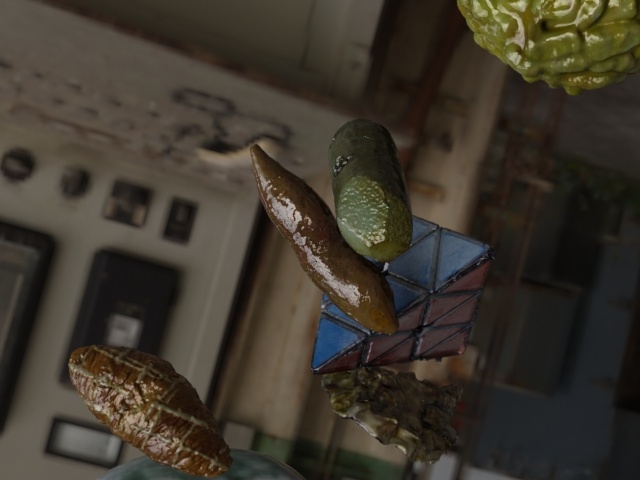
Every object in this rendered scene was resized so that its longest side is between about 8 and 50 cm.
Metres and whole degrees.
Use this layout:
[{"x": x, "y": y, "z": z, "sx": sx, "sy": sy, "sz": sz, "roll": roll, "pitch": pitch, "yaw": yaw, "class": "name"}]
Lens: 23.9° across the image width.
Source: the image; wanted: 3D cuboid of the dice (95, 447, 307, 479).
[{"x": -0.163, "y": 0.507, "z": 2.130, "sx": 0.348, "sy": 0.328, "sz": 0.330, "roll": 1, "pitch": 142, "yaw": -13, "class": "dice"}]

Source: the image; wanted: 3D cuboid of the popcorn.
[{"x": 0.287, "y": -0.288, "z": 1.720, "sx": 0.270, "sy": 0.224, "sz": 0.258, "roll": 13, "pitch": -164, "yaw": -9, "class": "popcorn"}]

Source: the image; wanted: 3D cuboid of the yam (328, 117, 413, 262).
[{"x": 0.041, "y": -0.044, "z": 1.308, "sx": 0.069, "sy": 0.070, "sz": 0.146, "roll": 16, "pitch": -148, "yaw": -15, "class": "yam"}]

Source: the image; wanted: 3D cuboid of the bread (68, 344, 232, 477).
[{"x": -0.196, "y": 0.190, "z": 1.743, "sx": 0.233, "sy": 0.105, "sz": 0.076, "roll": 36, "pitch": 174, "yaw": 8, "class": "bread"}]

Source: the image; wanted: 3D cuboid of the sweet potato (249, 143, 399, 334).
[{"x": -0.001, "y": 0.002, "z": 1.405, "sx": 0.218, "sy": 0.051, "sz": 0.065, "roll": 51, "pitch": 142, "yaw": 4, "class": "sweet potato"}]

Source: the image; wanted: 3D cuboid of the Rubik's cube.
[{"x": 0.041, "y": 0.030, "z": 1.498, "sx": 0.190, "sy": 0.178, "sz": 0.211, "roll": -22, "pitch": 152, "yaw": -21, "class": "Rubik's cube"}]

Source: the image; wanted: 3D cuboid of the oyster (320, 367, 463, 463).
[{"x": 0.098, "y": 0.210, "z": 1.950, "sx": 0.214, "sy": 0.083, "sz": 0.223, "roll": 25, "pitch": -163, "yaw": -16, "class": "oyster"}]
